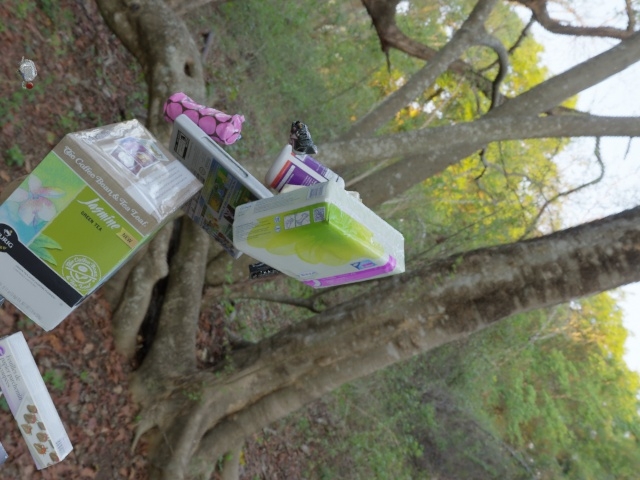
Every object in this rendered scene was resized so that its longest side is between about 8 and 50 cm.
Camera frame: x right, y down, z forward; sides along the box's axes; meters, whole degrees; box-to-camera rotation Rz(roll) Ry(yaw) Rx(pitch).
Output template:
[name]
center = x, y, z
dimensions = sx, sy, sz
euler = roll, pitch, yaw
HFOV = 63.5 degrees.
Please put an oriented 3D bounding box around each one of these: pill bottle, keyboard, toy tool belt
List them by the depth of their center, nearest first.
[keyboard]
center = -0.051, 0.053, 1.497
dimensions = 0.201, 0.317, 0.033
euler = 111, -37, -68
[toy tool belt]
center = -0.886, -0.506, 1.559
dimensions = 0.051, 0.052, 0.083
euler = 46, -44, 32
[pill bottle]
center = -0.039, -0.210, 1.958
dimensions = 0.323, 0.181, 0.181
euler = 34, 8, -9

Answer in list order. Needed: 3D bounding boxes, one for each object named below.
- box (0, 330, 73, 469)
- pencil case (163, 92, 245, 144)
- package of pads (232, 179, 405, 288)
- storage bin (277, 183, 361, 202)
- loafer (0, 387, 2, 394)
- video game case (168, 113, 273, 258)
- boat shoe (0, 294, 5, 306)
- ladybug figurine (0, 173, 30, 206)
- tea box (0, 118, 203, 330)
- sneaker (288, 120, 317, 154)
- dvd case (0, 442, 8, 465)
[box]
center = -0.695, 0.381, 1.236
dimensions = 0.067, 0.063, 0.324
euler = -98, 167, -84
[pencil case]
center = -0.313, -0.331, 1.391
dimensions = 0.209, 0.098, 0.095
euler = 24, -21, 11
[package of pads]
center = 0.000, 0.000, 1.014
dimensions = 0.296, 0.229, 0.101
euler = 33, 53, -50
[storage bin]
center = -0.002, -0.036, 1.661
dimensions = 0.123, 0.262, 0.260
euler = -65, 156, -44
[loafer]
center = -0.929, 0.441, 1.314
dimensions = 0.102, 0.092, 0.268
euler = 38, 27, -1
[video game case]
center = -0.284, -0.125, 1.353
dimensions = 0.300, 0.036, 0.329
euler = 42, -35, 3
[boat shoe]
center = -1.083, 0.294, 1.622
dimensions = 0.091, 0.114, 0.302
euler = 34, 46, -14
[ladybug figurine]
center = -0.833, -0.107, 1.715
dimensions = 0.162, 0.449, 0.305
euler = -74, 161, -52
[tea box]
center = -0.455, -0.052, 1.051
dimensions = 0.220, 0.323, 0.329
euler = 45, 14, -12
[sneaker]
center = -0.061, -0.312, 1.559
dimensions = 0.178, 0.072, 0.077
euler = -129, -146, -54
[dvd case]
center = -0.963, 0.630, 1.406
dimensions = 0.221, 0.018, 0.164
euler = -64, 155, -55
